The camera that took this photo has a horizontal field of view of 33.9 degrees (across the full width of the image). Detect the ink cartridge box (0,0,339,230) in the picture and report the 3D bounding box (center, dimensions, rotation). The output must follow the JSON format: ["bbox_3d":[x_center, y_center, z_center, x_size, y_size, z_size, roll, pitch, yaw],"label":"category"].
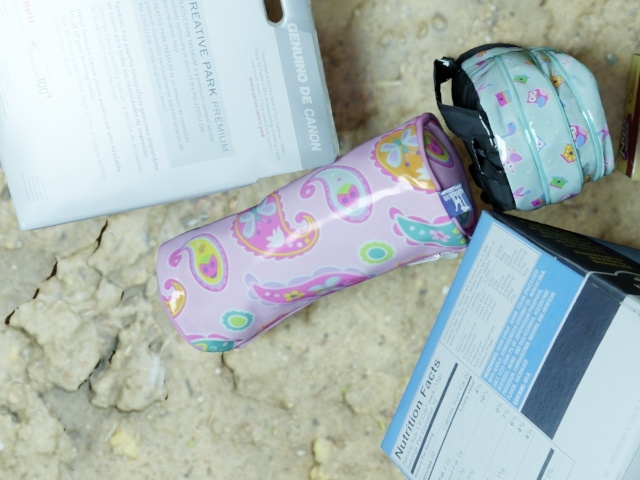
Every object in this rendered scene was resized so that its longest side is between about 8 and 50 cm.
[{"bbox_3d":[-0.144,-0.191,0.870,0.272,0.130,0.309,-10,105,2],"label":"ink cartridge box"}]

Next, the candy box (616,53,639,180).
[{"bbox_3d":[0.366,-0.104,0.927,0.187,0.053,0.109,3,104,-1],"label":"candy box"}]

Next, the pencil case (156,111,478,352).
[{"bbox_3d":[0.000,0.000,0.897,0.284,0.124,0.124,-24,104,20],"label":"pencil case"}]

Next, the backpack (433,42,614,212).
[{"bbox_3d":[0.167,-0.095,0.864,0.115,0.182,0.152,-26,102,7],"label":"backpack"}]

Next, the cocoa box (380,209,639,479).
[{"bbox_3d":[0.271,0.144,0.840,0.347,0.228,0.231,12,107,-33],"label":"cocoa box"}]
